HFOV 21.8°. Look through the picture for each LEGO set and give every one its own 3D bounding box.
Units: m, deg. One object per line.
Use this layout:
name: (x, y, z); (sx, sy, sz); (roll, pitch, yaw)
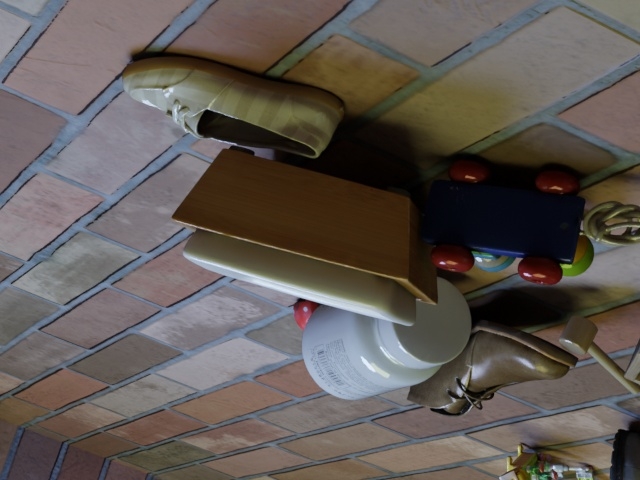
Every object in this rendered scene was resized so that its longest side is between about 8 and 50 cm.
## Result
LEGO set: (0.345, 0.370, 2.465); (0.107, 0.132, 0.287); (1, 150, 18)

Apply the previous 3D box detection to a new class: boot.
boot: (0.195, 0.157, 1.933); (0.112, 0.115, 0.305); (29, 166, -18)
boot: (0.530, 0.336, 2.253); (0.223, 0.118, 0.338); (3, 167, 28)

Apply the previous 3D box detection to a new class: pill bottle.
pill bottle: (0.079, 0.111, 1.947); (0.131, 0.131, 0.229); (23, 160, -18)

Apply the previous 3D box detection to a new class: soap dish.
soap dish: (0.000, 0.000, 1.642); (0.229, 0.118, 0.291); (15, 176, 11)

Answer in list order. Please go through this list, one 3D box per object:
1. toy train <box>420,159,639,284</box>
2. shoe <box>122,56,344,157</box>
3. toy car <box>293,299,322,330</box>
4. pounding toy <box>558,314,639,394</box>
toy train: (0.234, 0.001, 1.583); (0.248, 0.105, 0.143); (8, 169, 23)
shoe: (-0.089, -0.124, 1.556); (0.219, 0.058, 0.076); (12, 160, 14)
toy car: (0.099, 0.150, 2.154); (0.225, 0.053, 0.239); (4, 157, 33)
pounding toy: (0.368, 0.109, 1.779); (0.206, 0.094, 0.181); (23, 167, 10)
